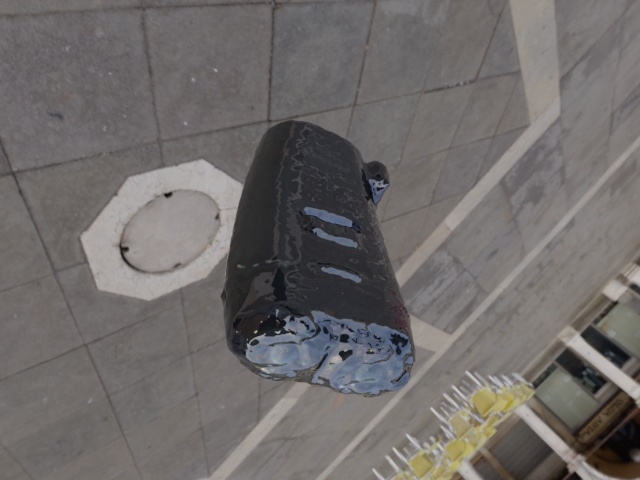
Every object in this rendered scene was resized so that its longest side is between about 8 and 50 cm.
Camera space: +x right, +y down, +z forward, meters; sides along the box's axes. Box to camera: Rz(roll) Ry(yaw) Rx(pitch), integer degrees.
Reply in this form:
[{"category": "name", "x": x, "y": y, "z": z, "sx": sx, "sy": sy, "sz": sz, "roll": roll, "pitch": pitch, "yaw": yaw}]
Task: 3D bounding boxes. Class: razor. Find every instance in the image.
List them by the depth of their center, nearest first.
[{"category": "razor", "x": -0.002, "y": 0.002, "z": 0.510, "sx": 0.189, "sy": 0.327, "sz": 0.107, "roll": 20, "pitch": 130, "yaw": -19}]
